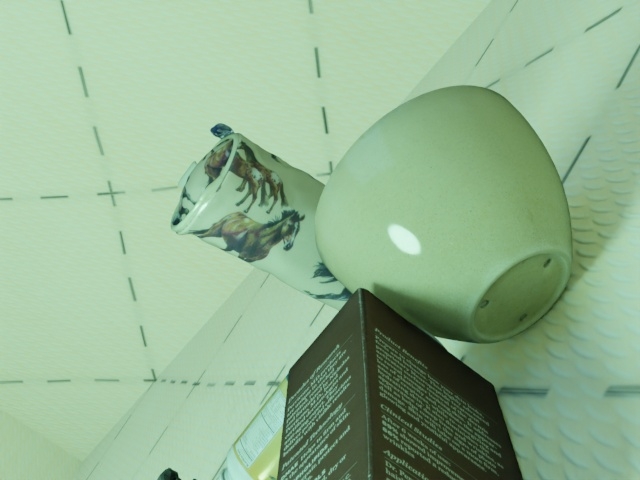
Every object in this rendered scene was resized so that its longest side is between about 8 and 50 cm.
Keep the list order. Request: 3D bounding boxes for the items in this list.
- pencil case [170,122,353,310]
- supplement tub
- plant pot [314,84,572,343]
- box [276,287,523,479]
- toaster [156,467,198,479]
[{"bbox_3d":[0.000,0.000,1.240,0.160,0.410,0.183,-57,23,14],"label":"pencil case"},{"bbox_3d":[-0.027,0.267,1.137,0.199,0.144,0.144,-53,11,4],"label":"supplement tub"},{"bbox_3d":[0.161,0.001,0.984,0.284,0.284,0.191,-50,48,15],"label":"plant pot"},{"bbox_3d":[0.070,0.211,0.794,0.143,0.191,0.381,-49,11,18],"label":"box"},{"bbox_3d":[-0.230,0.458,1.423,0.146,0.129,0.227,-57,13,-10],"label":"toaster"}]
